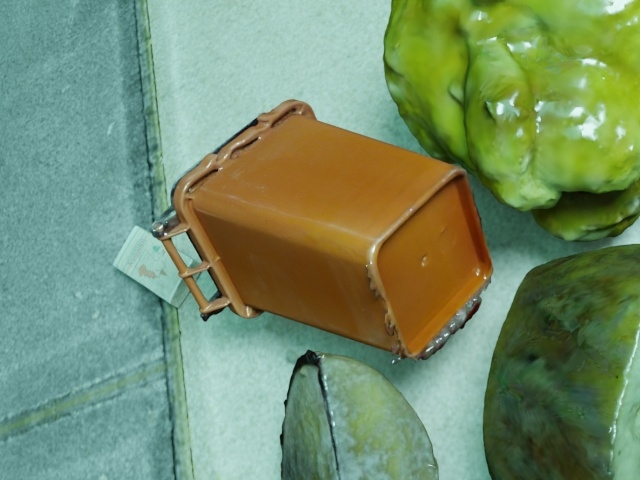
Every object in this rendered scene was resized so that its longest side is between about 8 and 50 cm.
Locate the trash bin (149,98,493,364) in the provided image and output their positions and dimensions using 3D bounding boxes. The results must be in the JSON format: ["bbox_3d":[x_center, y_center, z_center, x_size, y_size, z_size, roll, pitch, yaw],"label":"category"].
[{"bbox_3d":[0.000,0.000,0.634,0.184,0.161,0.239,-41,37,-24],"label":"trash bin"}]

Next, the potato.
[{"bbox_3d":[0.035,0.218,0.634,0.120,0.100,0.261,150,114,-64],"label":"potato"}]

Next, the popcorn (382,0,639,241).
[{"bbox_3d":[0.186,-0.146,0.592,0.276,0.226,0.276,32,127,57],"label":"popcorn"}]

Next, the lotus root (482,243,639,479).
[{"bbox_3d":[0.193,0.099,0.524,0.119,0.138,0.234,-4,62,50],"label":"lotus root"}]

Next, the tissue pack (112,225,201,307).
[{"bbox_3d":[-0.182,0.028,0.865,0.108,0.023,0.056,28,86,36],"label":"tissue pack"}]
